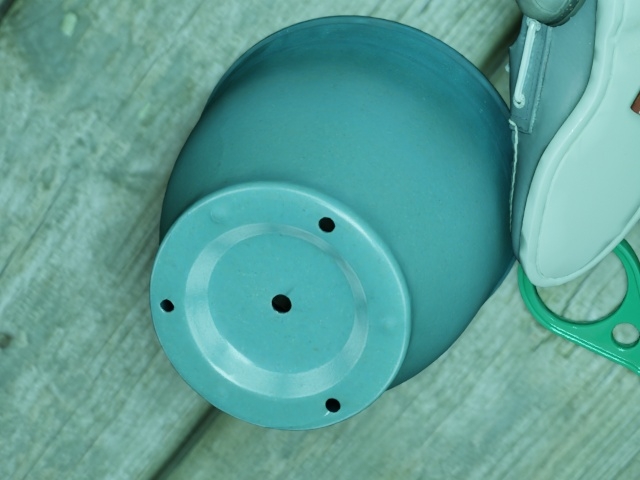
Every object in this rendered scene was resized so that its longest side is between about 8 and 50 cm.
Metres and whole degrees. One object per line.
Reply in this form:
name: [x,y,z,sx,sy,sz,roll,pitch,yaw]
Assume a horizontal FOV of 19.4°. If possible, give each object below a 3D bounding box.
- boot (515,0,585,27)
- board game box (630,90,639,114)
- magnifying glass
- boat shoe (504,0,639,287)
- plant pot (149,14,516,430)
boot: [0.080,-0.250,1.182,0.161,0.246,0.083,6,151,-28]
board game box: [0.334,-0.172,1.208,0.145,0.027,0.281,28,102,-11]
magnifying glass: [0.242,0.078,1.450,0.092,0.026,0.231,-38,97,22]
boat shoe: [0.182,-0.119,1.273,0.099,0.116,0.319,45,136,43]
plant pot: [0.000,0.000,1.353,0.272,0.255,0.271,5,112,13]
